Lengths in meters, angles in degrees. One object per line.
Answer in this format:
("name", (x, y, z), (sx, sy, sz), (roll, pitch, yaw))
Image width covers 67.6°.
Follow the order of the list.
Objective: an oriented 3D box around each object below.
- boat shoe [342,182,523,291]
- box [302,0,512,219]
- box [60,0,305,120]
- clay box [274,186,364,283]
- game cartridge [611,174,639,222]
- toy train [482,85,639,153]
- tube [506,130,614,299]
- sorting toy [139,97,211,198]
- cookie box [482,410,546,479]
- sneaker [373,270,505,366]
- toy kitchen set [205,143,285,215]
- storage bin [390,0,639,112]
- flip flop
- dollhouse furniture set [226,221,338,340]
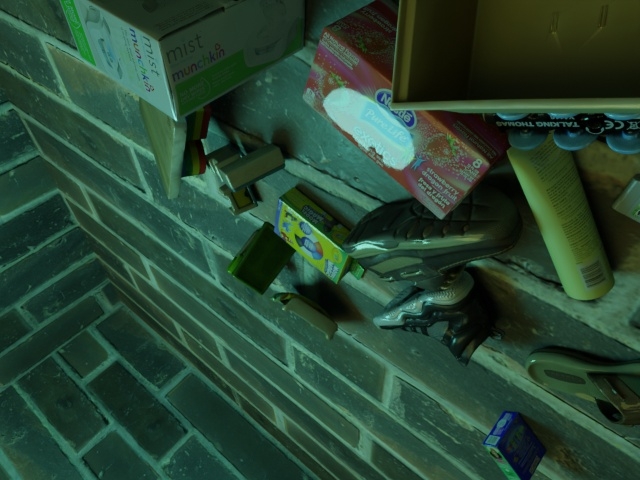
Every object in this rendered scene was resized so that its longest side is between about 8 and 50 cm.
("boat shoe", (0.178, 0.003, 0.757), (0.130, 0.132, 0.355), (47, 159, -17))
("box", (0.118, -0.171, 0.612), (0.257, 0.128, 0.122), (43, 149, 10))
("box", (-0.191, -0.328, 0.697), (0.231, 0.262, 0.126), (34, 147, 21))
("clay box", (0.000, 0.000, 1.024), (0.222, 0.053, 0.127), (40, 149, 16))
("game cartridge", (0.383, -0.038, 0.537), (0.083, 0.017, 0.056), (34, 143, 22))
("toy train", (0.260, -0.149, 0.478), (0.184, 0.105, 0.080), (12, 161, 40))
("tube", (0.299, -0.034, 0.590), (0.062, 0.070, 0.240), (-20, 116, 27))
("sorting toy", (-0.306, -0.264, 1.009), (0.257, 0.089, 0.255), (66, 152, 19))
("cookie box", (0.389, 0.415, 0.958), (0.107, 0.092, 0.040), (53, 152, -7))
("sneaker", (0.211, 0.160, 0.885), (0.153, 0.101, 0.268), (52, 147, 0))
("toy kitchen set", (-0.150, -0.125, 1.049), (0.207, 0.122, 0.166), (39, 155, 56))
("storage bin", (0.205, -0.226, 0.358), (0.262, 0.123, 0.260), (14, 106, 43))
("flip flop", (0.431, 0.227, 0.706), (0.277, 0.080, 0.112), (2, 126, 51))
("dollhouse furniture set", (-0.067, 0.100, 1.211), (0.302, 0.151, 0.197), (36, 172, -12))
